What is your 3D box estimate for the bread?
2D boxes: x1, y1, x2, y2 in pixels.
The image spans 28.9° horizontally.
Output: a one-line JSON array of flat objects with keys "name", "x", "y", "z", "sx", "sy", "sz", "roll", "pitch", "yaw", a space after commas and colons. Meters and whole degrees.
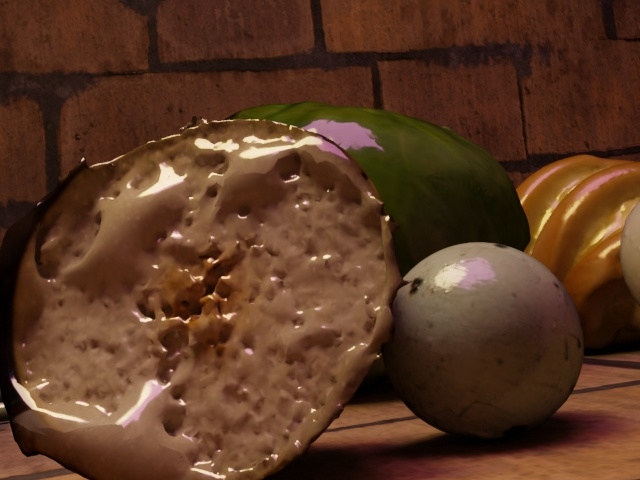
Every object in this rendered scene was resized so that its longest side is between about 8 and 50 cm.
[{"name": "bread", "x": 0.347, "y": 0.004, "z": 1.336, "sx": 0.316, "sy": 0.211, "sz": 0.270, "roll": -9, "pitch": 2, "yaw": -26}]

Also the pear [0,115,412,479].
[{"name": "pear", "x": -0.058, "y": 0.066, "z": 0.801, "sx": 0.267, "sy": 0.266, "sz": 0.178, "roll": -7, "pitch": -28, "yaw": 15}]

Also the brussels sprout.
[{"name": "brussels sprout", "x": 0.000, "y": 0.000, "z": 1.190, "sx": 0.315, "sy": 0.275, "sz": 0.371, "roll": -17, "pitch": 14, "yaw": -40}]

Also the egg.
[{"name": "egg", "x": 0.111, "y": 0.071, "z": 0.814, "sx": 0.131, "sy": 0.131, "sz": 0.164, "roll": -7, "pitch": -24, "yaw": 31}]

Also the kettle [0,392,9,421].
[{"name": "kettle", "x": -0.309, "y": 0.146, "z": 1.310, "sx": 0.148, "sy": 0.126, "sz": 0.098, "roll": -9, "pitch": -32, "yaw": -19}]

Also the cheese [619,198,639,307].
[{"name": "cheese", "x": 0.352, "y": 0.015, "z": 1.044, "sx": 0.189, "sy": 0.198, "sz": 0.154, "roll": -24, "pitch": -30, "yaw": -21}]
